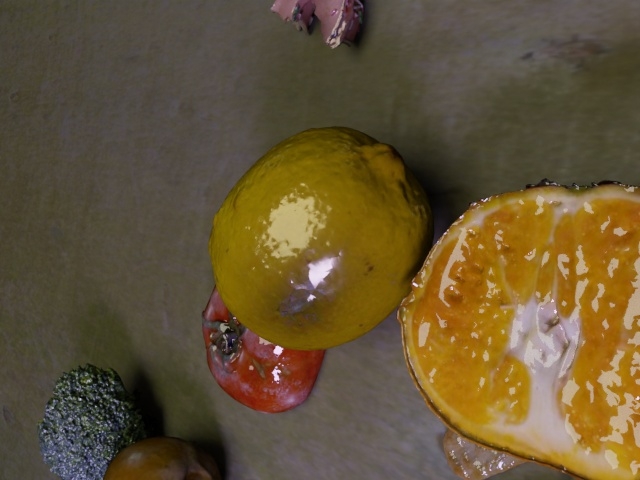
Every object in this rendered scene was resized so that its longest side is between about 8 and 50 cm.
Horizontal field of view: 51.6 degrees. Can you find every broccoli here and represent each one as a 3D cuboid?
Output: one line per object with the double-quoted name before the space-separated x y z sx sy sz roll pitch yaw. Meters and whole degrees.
"broccoli" -0.391 0.348 1.182 0.198 0.226 0.176 -37 41 8

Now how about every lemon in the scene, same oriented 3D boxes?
"lemon" 0.002 -0.001 0.805 0.260 0.260 0.284 36 114 38

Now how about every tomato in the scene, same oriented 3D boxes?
"tomato" -0.099 0.140 0.984 0.237 0.095 0.237 -4 84 42

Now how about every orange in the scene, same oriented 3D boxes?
"orange" 0.236 0.083 0.589 0.310 0.274 0.274 156 114 -75

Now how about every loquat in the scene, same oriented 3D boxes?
"loquat" -0.254 0.397 1.045 0.227 0.179 0.179 -25 70 42

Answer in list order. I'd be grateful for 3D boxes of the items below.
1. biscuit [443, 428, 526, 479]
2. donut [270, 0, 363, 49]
"biscuit" 0.201 0.226 0.756 0.147 0.018 0.071 -38 61 32
"donut" 0.005 -0.349 0.957 0.166 0.065 0.117 40 113 36
